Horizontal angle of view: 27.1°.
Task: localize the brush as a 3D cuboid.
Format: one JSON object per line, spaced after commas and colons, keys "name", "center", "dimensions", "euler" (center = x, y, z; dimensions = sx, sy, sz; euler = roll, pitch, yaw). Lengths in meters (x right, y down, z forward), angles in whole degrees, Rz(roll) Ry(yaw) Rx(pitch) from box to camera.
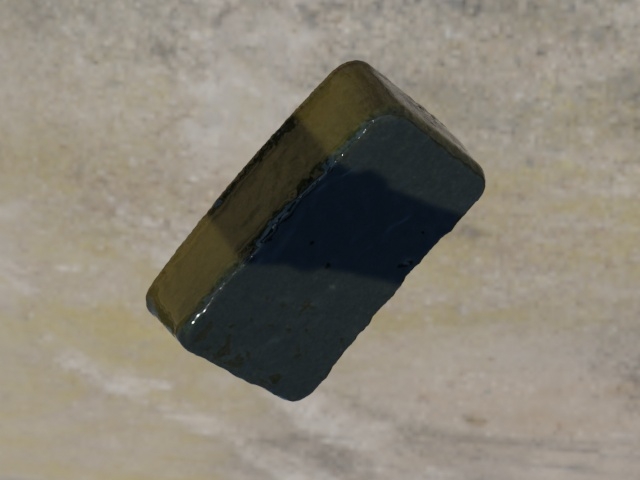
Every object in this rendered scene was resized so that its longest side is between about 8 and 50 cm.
{"name": "brush", "center": [0.000, 0.000, 0.787], "dimensions": [0.123, 0.197, 0.059], "euler": [32, -168, -44]}
